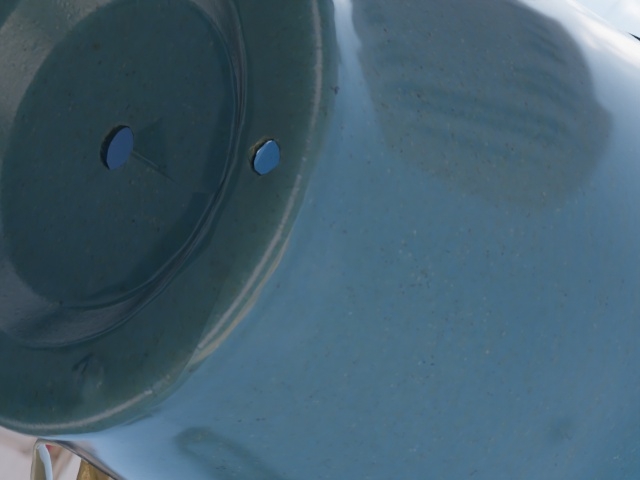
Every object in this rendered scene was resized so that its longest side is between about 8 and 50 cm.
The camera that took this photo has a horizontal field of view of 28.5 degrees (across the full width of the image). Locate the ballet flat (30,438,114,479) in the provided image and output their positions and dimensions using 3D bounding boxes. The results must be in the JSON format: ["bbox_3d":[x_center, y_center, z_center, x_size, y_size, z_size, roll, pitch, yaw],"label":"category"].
[{"bbox_3d":[-0.127,0.113,0.718,0.080,0.073,0.232,-64,173,-61],"label":"ballet flat"}]

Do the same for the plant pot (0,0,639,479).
[{"bbox_3d":[0.000,0.000,0.473,0.271,0.255,0.272,-12,-110,35],"label":"plant pot"}]
